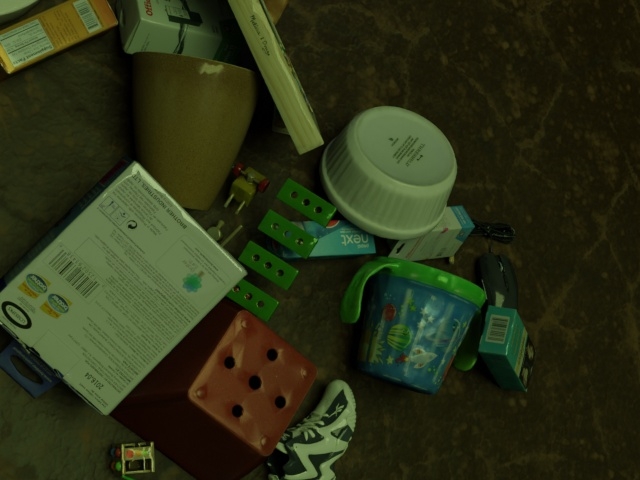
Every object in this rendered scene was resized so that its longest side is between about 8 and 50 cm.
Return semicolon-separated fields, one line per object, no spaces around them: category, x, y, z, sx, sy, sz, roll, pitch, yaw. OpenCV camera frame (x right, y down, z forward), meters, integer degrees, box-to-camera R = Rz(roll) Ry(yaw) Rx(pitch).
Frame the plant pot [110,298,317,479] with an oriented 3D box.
plant pot;-0.162;0.251;1.817;0.267;0.235;0.267;41;63;-18

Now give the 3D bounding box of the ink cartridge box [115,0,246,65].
ink cartridge box;-0.257;-0.398;1.939;0.208;0.087;0.153;8;47;-29

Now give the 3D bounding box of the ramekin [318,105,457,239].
ramekin;0.142;-0.145;2.074;0.272;0.127;0.273;13;48;-14

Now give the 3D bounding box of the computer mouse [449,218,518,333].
computer mouse;0.352;0.073;2.258;0.184;0.060;0.262;14;74;-29

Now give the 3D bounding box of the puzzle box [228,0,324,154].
puzzle box;-0.104;-0.371;1.908;0.052;0.272;0.409;-24;108;3

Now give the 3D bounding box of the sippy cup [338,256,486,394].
sippy cup;0.178;0.173;2.054;0.305;0.240;0.224;19;80;-1

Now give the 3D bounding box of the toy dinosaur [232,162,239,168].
toy dinosaur;-0.187;-0.162;1.998;0.090;0.047;0.082;24;51;-14

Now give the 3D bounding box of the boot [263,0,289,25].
boot;-0.192;-0.515;2.054;0.280;0.096;0.264;43;55;-25

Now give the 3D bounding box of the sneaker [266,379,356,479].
sneaker;-0.031;0.356;1.956;0.153;0.094;0.235;27;78;-33

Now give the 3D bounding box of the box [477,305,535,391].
box;0.384;0.225;2.167;0.244;0.060;0.101;51;51;-58

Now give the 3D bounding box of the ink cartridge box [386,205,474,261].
ink cartridge box;0.209;-0.012;2.155;0.181;0.104;0.062;-6;55;-32

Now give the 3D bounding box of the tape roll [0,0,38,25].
tape roll;-0.616;-0.551;1.799;0.392;0.072;0.392;6;78;-30

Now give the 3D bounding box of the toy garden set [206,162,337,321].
toy garden set;-0.116;-0.006;1.963;0.203;0.049;0.244;32;89;7

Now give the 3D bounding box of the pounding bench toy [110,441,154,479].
pounding bench toy;-0.322;0.386;1.803;0.065;0.052;0.083;1;80;-30

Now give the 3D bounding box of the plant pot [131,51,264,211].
plant pot;-0.236;-0.185;1.880;0.237;0.237;0.254;10;89;-29

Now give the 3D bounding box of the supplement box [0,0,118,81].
supplement box;-0.474;-0.357;1.842;0.233;0.078;0.080;-31;100;-31

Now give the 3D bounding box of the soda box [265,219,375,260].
soda box;0.000;0.000;2.060;0.210;0.067;0.071;-2;82;-32

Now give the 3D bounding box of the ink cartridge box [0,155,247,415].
ink cartridge box;-0.360;0.092;1.736;0.395;0.151;0.270;-46;105;-8

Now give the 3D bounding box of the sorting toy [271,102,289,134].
sorting toy;-0.056;-0.238;2.103;0.083;0.012;0.062;11;75;-28
